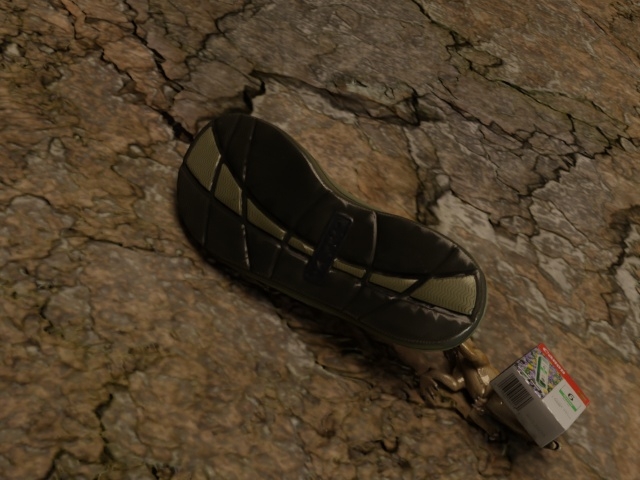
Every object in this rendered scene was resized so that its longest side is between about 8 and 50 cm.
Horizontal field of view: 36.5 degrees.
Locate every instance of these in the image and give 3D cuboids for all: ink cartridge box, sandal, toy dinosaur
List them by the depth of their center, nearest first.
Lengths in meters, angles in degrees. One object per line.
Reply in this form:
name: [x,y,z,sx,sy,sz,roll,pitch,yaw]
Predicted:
ink cartridge box: [0.183,0.117,0.779,0.063,0.029,0.115,52,28,13]
toy dinosaur: [0.125,0.107,0.806,0.092,0.053,0.183,9,44,-47]
sandal: [0.000,0.002,0.816,0.302,0.120,0.086,34,-2,19]
